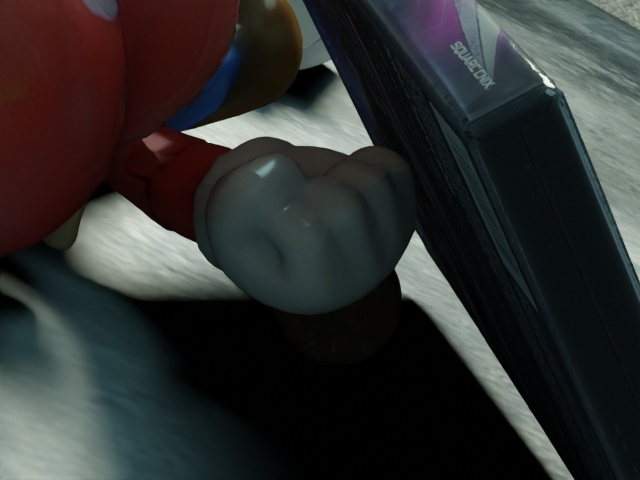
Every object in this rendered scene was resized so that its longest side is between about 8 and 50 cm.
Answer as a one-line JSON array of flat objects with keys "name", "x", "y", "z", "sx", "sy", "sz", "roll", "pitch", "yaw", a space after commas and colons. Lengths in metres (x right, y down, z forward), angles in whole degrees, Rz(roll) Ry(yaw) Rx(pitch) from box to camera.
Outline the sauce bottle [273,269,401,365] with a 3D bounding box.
[{"name": "sauce bottle", "x": 0.000, "y": 0.000, "z": 0.581, "sx": 0.042, "sy": 0.042, "sz": 0.128, "roll": 25, "pitch": 17, "yaw": -15}]

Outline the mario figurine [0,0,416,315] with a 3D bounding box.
[{"name": "mario figurine", "x": -0.054, "y": -0.087, "z": 0.514, "sx": 0.198, "sy": 0.170, "sz": 0.320, "roll": 15, "pitch": 11, "yaw": 0}]

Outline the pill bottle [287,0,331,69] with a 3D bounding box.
[{"name": "pill bottle", "x": -0.014, "y": -0.148, "z": 0.919, "sx": 0.108, "sy": 0.108, "sz": 0.193, "roll": 29, "pitch": 15, "yaw": 0}]

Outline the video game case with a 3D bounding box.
[{"name": "video game case", "x": 0.044, "y": -0.013, "z": 0.501, "sx": 0.196, "sy": 0.026, "sz": 0.274, "roll": 62, "pitch": 1, "yaw": -31}]
